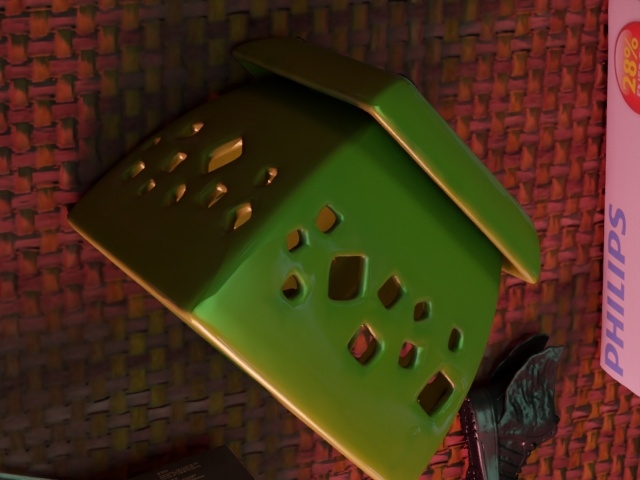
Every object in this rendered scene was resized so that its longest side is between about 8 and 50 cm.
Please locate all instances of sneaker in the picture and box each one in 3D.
[{"bbox_3d":[0.167,0.167,1.267,0.089,0.051,0.170,-15,114,-14],"label":"sneaker"}]

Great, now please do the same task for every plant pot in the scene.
[{"bbox_3d":[0.000,0.000,1.017,0.207,0.228,0.227,-51,123,-7],"label":"plant pot"}]

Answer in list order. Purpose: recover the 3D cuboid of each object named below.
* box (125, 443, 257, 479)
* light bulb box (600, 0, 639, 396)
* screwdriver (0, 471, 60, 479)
[{"bbox_3d":[-0.183,0.313,1.117,0.307,0.076,0.242,-18,124,-24],"label":"box"},{"bbox_3d":[0.437,-0.043,1.204,0.361,0.225,0.358,-14,117,-21],"label":"light bulb box"},{"bbox_3d":[-0.173,0.184,1.124,0.170,0.024,0.025,19,132,-34],"label":"screwdriver"}]
